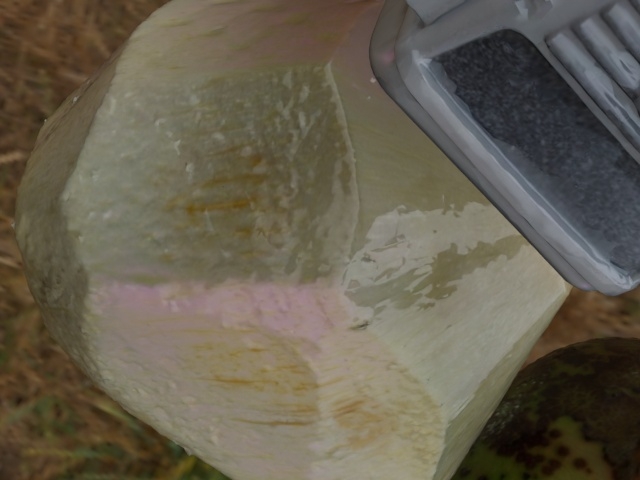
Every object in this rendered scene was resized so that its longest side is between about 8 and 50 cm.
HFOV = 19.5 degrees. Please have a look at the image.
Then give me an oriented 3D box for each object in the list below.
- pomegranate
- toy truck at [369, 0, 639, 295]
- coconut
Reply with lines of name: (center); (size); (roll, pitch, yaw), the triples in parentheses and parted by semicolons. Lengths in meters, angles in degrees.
pomegranate: (0.179, 0.149, 0.909); (0.204, 0.277, 0.222); (38, 51, -32)
toy truck: (0.128, -0.141, 0.652); (0.146, 0.175, 0.367); (44, 37, -20)
coconut: (0.000, 0.000, 0.803); (0.197, 0.237, 0.237); (-68, 143, -46)
